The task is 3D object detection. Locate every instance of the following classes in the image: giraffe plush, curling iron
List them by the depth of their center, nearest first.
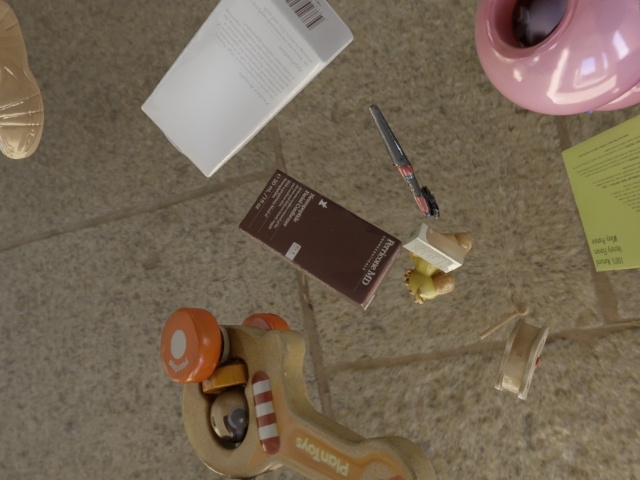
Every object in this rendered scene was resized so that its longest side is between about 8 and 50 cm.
[{"bbox_3d":[0.167,-0.154,1.163,0.035,0.068,0.274,-28,112,21],"label":"curling iron"},{"bbox_3d":[0.270,0.067,1.415,0.210,0.181,0.170,-1,92,46],"label":"giraffe plush"}]

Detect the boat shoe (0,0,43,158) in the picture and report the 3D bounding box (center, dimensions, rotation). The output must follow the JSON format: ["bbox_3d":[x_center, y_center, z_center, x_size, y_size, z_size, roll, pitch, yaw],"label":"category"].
[{"bbox_3d":[-0.598,-0.297,1.066,0.092,0.103,0.285,12,117,31],"label":"boat shoe"}]

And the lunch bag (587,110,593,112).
[{"bbox_3d":[0.540,-0.346,1.116,0.129,0.096,0.151,41,94,-24],"label":"lunch bag"}]

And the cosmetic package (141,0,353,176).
[{"bbox_3d":[-0.087,-0.182,0.630,0.117,0.085,0.231,48,134,-12],"label":"cosmetic package"}]

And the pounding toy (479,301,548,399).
[{"bbox_3d":[0.524,0.288,1.570,0.155,0.154,0.269,18,101,28],"label":"pounding toy"}]

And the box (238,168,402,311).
[{"bbox_3d":[0.000,0.000,1.473,0.381,0.143,0.191,31,82,12],"label":"box"}]

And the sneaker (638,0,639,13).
[{"bbox_3d":[0.270,-0.278,0.401,0.114,0.152,0.305,-25,91,6],"label":"sneaker"}]

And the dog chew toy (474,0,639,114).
[{"bbox_3d":[0.340,-0.249,0.690,0.206,0.332,0.206,6,98,50],"label":"dog chew toy"}]

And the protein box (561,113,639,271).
[{"bbox_3d":[0.488,-0.073,0.828,0.136,0.200,0.201,-14,85,-9],"label":"protein box"}]

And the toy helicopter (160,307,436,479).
[{"bbox_3d":[-0.040,0.213,0.593,0.355,0.140,0.235,10,88,45],"label":"toy helicopter"}]

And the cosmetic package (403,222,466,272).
[{"bbox_3d":[0.238,0.016,1.190,0.115,0.060,0.041,31,60,-12],"label":"cosmetic package"}]
